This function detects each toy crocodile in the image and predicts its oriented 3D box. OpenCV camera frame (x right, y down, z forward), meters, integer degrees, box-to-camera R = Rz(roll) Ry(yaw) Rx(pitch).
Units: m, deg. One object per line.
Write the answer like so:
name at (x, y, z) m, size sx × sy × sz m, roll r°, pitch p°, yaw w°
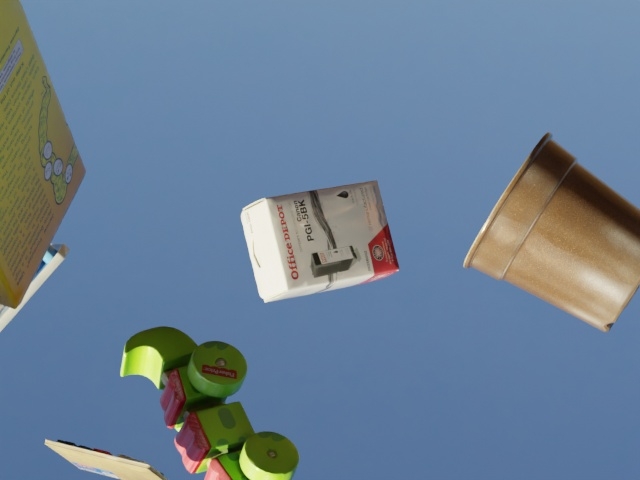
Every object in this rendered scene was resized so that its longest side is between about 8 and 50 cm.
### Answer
toy crocodile at (-0.113, 0.229, 1.951) m, size 0.105 × 0.115 × 0.340 m, roll -13°, pitch -125°, yaw -32°

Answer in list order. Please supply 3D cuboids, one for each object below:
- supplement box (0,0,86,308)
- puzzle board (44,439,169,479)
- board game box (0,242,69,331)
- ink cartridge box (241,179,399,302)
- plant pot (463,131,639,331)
supplement box at (-0.396, -0.120, 1.758) m, size 0.194 × 0.356 × 0.195 m, roll 13°, pitch -122°, yaw 16°
puzzle board at (-0.222, 0.242, 1.877) m, size 0.128 × 0.011 × 0.096 m, roll 11°, pitch 160°, yaw 22°
board game box at (-0.490, 0.138, 2.149) m, size 0.390 × 0.050 × 0.390 m, roll -50°, pitch -164°, yaw -12°
ink cartridge box at (0.000, 0.000, 1.746) m, size 0.135 × 0.099 × 0.056 m, roll -11°, pitch 173°, yaw -30°
plant pot at (0.261, -0.001, 1.803) m, size 0.165 × 0.167 × 0.167 m, roll 32°, pitch -150°, yaw 8°
